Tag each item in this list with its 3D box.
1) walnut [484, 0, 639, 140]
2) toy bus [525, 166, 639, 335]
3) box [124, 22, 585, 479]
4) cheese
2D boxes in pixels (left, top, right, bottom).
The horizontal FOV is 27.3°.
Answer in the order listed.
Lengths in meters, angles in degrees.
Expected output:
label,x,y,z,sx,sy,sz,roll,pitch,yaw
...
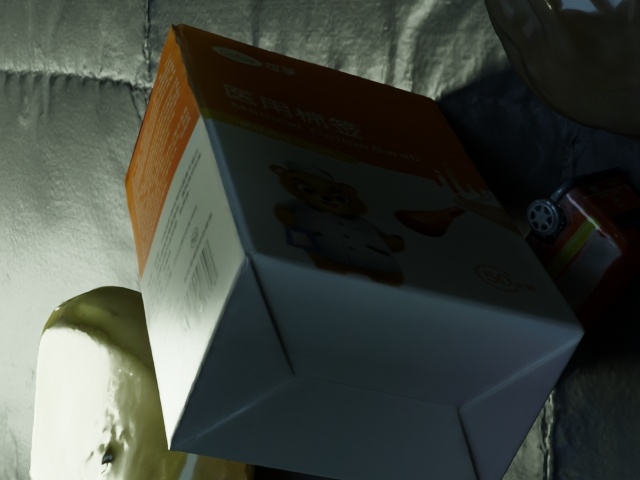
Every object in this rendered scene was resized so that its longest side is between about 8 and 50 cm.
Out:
label,x,y,z,sx,sy,sz,roll,pitch,yaw
walnut,0.215,-0.176,0.724,0.227,0.273,0.273,-92,4,-82
toy bus,0.162,0.031,0.922,0.077,0.079,0.174,49,128,22
box,0.000,0.000,0.895,0.341,0.224,0.143,-111,40,-56
cheese,-0.167,0.185,1.259,0.315,0.128,0.260,11,100,45
